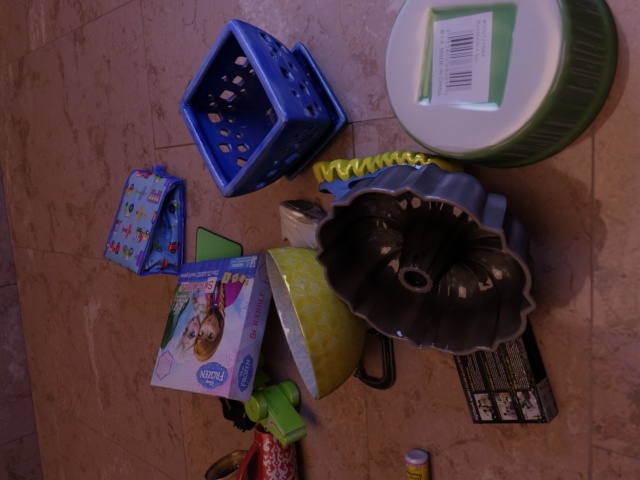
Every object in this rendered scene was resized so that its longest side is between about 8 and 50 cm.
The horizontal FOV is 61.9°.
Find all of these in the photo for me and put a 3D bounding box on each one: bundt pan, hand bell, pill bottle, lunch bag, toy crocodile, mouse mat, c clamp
[{"bbox_3d":[0.164,0.020,0.807,0.331,0.124,0.330,20,138,19],"label":"bundt pan"},{"bbox_3d":[-0.196,0.690,1.389,0.126,0.126,0.241,-17,98,43],"label":"hand bell"},{"bbox_3d":[0.185,0.446,1.015,0.043,0.043,0.083,1,99,43],"label":"pill bottle"},{"bbox_3d":[-0.482,-0.068,1.491,0.221,0.138,0.293,16,99,43],"label":"lunch bag"},{"bbox_3d":[-0.157,0.352,1.266,0.340,0.115,0.105,39,125,33],"label":"toy crocodile"},{"bbox_3d":[-0.268,0.057,1.385,0.190,0.007,0.152,21,112,39],"label":"mouse mat"},{"bbox_3d":[0.091,0.222,1.079,0.137,0.022,0.160,-8,91,38],"label":"c clamp"}]

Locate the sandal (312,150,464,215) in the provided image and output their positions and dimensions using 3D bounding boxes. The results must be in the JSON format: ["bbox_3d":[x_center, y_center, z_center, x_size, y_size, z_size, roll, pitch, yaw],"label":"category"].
[{"bbox_3d":[0.112,-0.080,0.928,0.317,0.126,0.138,-1,88,52],"label":"sandal"}]

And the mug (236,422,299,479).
[{"bbox_3d":[-0.113,0.520,1.240,0.113,0.150,0.169,-1,93,29],"label":"mug"}]

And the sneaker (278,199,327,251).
[{"bbox_3d":[0.000,0.000,1.085,0.232,0.090,0.115,32,125,44],"label":"sneaker"}]

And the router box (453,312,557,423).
[{"bbox_3d":[0.290,0.205,0.872,0.133,0.046,0.178,-19,84,43],"label":"router box"}]

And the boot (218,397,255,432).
[{"bbox_3d":[-0.216,0.431,1.381,0.099,0.045,0.121,10,111,44],"label":"boot"}]

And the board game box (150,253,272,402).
[{"bbox_3d":[-0.255,0.200,1.257,0.319,0.066,0.317,-9,63,43],"label":"board game box"}]

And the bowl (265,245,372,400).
[{"bbox_3d":[0.013,0.134,1.003,0.289,0.156,0.289,163,90,-77],"label":"bowl"}]

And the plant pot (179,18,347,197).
[{"bbox_3d":[-0.101,-0.246,1.034,0.236,0.212,0.235,-42,71,39],"label":"plant pot"}]

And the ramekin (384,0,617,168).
[{"bbox_3d":[0.239,-0.253,0.763,0.304,0.148,0.303,10,104,41],"label":"ramekin"}]
